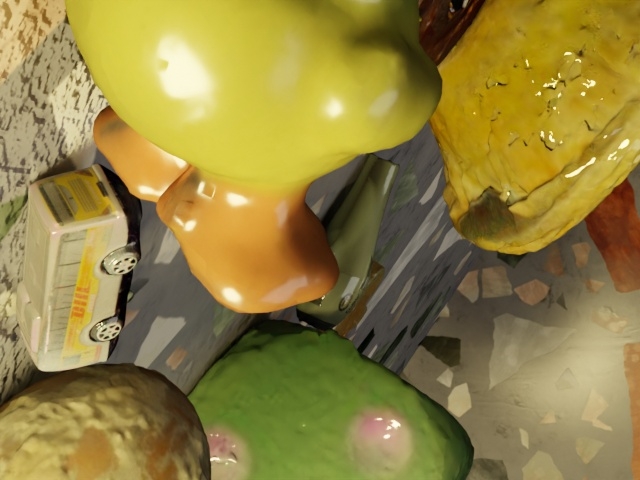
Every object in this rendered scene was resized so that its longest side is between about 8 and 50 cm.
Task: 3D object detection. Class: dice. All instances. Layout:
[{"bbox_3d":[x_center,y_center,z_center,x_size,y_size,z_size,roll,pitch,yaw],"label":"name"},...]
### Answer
[{"bbox_3d":[-0.018,0.305,1.462,0.318,0.330,0.322,-56,167,-15],"label":"dice"}]

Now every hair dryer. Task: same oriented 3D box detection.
[{"bbox_3d":[0.019,-0.020,1.396,0.219,0.088,0.225,-59,153,-15],"label":"hair dryer"}]

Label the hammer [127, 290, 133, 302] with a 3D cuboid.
[{"bbox_3d":[-0.178,0.026,0.898,0.062,0.017,0.182,-50,164,-22],"label":"hammer"}]

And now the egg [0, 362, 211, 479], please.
[{"bbox_3d":[-0.186,0.203,0.909,0.245,0.203,0.203,-55,168,-30],"label":"egg"}]

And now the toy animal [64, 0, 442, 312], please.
[{"bbox_3d":[-0.030,-0.148,0.619,0.191,0.216,0.338,3,122,-43],"label":"toy animal"}]

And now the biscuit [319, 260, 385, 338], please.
[{"bbox_3d":[0.028,0.131,1.831,0.234,0.030,0.153,-59,167,15],"label":"biscuit"}]

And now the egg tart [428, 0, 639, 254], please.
[{"bbox_3d":[0.222,-0.210,1.184,0.443,0.178,0.443,-57,-163,28],"label":"egg tart"}]

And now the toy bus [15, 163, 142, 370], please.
[{"bbox_3d":[-0.169,0.024,0.814,0.072,0.057,0.172,-14,146,-28],"label":"toy bus"}]

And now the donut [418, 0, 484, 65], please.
[{"bbox_3d":[0.085,-0.233,1.014,0.230,0.096,0.216,-49,168,-27],"label":"donut"}]
